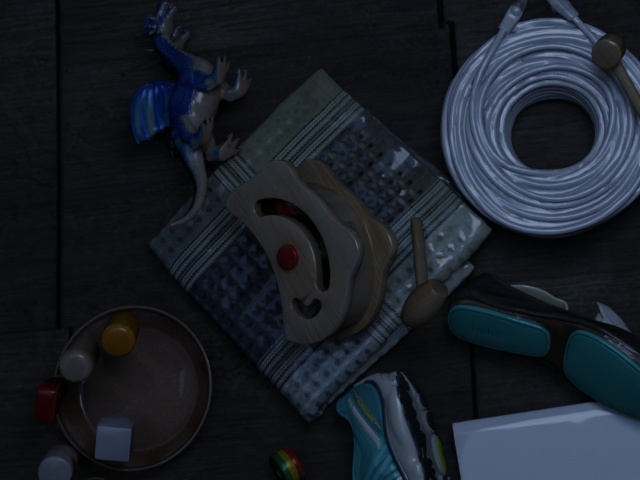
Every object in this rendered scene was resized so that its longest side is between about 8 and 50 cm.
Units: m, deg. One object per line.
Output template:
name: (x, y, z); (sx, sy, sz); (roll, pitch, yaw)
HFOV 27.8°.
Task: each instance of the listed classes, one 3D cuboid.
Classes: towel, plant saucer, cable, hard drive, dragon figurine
towel: (0.000, 0.000, 1.558); (0.324, 0.056, 0.312); (-45, 73, 2)
plant saucer: (-0.224, 0.179, 1.564); (0.199, 0.036, 0.198); (-2, 79, 10)
cable: (0.268, -0.129, 1.508); (0.257, 0.089, 0.257); (42, 89, 12)
hard drive: (0.323, 0.286, 1.449); (0.319, 0.040, 0.210); (-10, 78, 8)
dragon figurine: (-0.173, -0.150, 1.577); (0.144, 0.085, 0.289); (2, 79, 32)

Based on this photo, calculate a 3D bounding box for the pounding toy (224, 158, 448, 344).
pounding toy: (0.024, 0.026, 1.483); (0.269, 0.155, 0.154); (48, 120, 26)

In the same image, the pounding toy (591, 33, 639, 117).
pounding toy: (0.407, -0.199, 1.423); (0.206, 0.094, 0.181); (18, 122, 12)

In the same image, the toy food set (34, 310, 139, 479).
toy food set: (-0.272, 0.197, 1.518); (0.111, 0.104, 0.232); (5, 99, -3)

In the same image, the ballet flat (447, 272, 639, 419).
ballet flat: (0.281, 0.104, 1.456); (0.281, 0.095, 0.096); (25, 45, 19)

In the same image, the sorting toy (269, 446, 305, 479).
sorting toy: (0.037, 0.343, 1.448); (0.046, 0.132, 0.274); (-27, 78, -19)

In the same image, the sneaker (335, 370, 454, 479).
sneaker: (0.093, 0.288, 1.474); (0.110, 0.107, 0.275); (-23, 71, 25)
